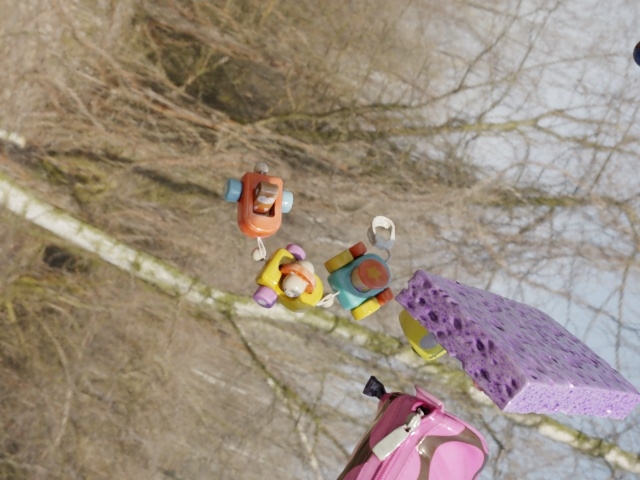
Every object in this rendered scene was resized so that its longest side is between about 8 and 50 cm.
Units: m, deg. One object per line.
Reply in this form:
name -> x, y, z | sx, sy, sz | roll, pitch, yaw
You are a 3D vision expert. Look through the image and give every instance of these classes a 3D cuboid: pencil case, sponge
pencil case -> 0.024, 0.193, 0.478 | 0.209, 0.095, 0.098 | -56, 161, -27
sponge -> 0.156, 0.083, 0.585 | 0.031, 0.210, 0.117 | -56, -130, 14

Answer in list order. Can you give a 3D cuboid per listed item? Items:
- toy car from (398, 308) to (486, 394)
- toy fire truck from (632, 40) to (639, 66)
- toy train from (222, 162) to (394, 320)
toy car -> 0.122, 0.165, 0.869 | 0.225, 0.053, 0.239 | -57, -148, -3
toy fire truck -> 0.598, -0.273, 1.132 | 0.302, 0.254, 0.169 | -30, 131, -71
toy train -> 0.000, 0.000, 0.643 | 0.046, 0.166, 0.125 | -33, -133, 58
